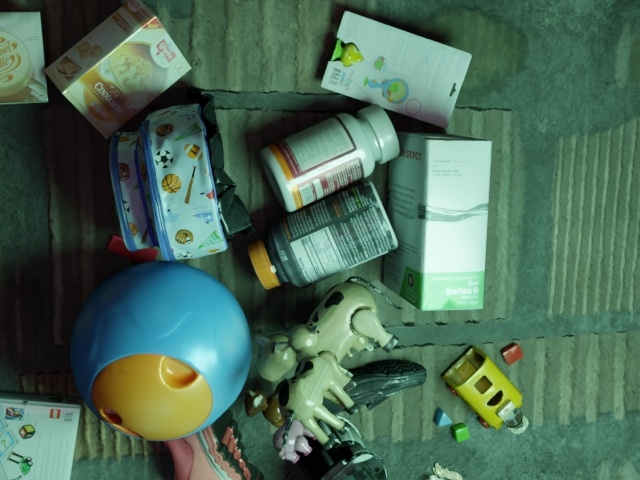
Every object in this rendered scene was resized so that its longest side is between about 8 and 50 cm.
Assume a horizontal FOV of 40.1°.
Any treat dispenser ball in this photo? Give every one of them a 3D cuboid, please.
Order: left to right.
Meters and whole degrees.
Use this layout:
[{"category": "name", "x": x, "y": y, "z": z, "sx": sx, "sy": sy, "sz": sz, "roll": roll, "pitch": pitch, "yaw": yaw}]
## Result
[{"category": "treat dispenser ball", "x": -0.256, "y": 0.177, "z": 1.417, "sx": 0.288, "sy": 0.288, "sz": 0.288, "roll": -2, "pitch": 100, "yaw": -13}]

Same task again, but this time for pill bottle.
[{"category": "pill bottle", "x": 0.000, "y": 0.000, "z": 1.519, "sx": 0.245, "sy": 0.130, "sz": 0.131, "roll": -23, "pitch": 104, "yaw": 5}, {"category": "pill bottle", "x": 0.017, "y": -0.146, "z": 1.513, "sx": 0.221, "sy": 0.121, "sz": 0.121, "roll": -25, "pitch": 104, "yaw": -8}]

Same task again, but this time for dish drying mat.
[{"category": "dish drying mat", "x": -0.325, "y": 0.017, "z": 1.518, "sx": 0.083, "sy": 0.008, "sz": 0.032, "roll": 22, "pitch": 95, "yaw": -17}]

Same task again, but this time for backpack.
[{"category": "backpack", "x": -0.226, "y": -0.090, "z": 1.390, "sx": 0.213, "sy": 0.263, "sz": 0.277, "roll": -17, "pitch": 103, "yaw": -11}]

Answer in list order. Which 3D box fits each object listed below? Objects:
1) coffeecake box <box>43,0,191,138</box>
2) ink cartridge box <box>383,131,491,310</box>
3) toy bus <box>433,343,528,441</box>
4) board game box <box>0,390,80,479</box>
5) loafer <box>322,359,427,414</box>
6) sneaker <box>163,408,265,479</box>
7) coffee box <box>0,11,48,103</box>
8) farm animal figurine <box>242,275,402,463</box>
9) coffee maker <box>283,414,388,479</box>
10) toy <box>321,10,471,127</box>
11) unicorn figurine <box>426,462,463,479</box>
[{"category": "coffeecake box", "x": -0.319, "y": -0.273, "z": 1.398, "sx": 0.185, "sy": 0.142, "sz": 0.068, "roll": -41, "pitch": 61, "yaw": -4}, {"category": "ink cartridge box", "x": 0.199, "y": -0.042, "z": 1.528, "sx": 0.121, "sy": 0.211, "sz": 0.289, "roll": -1, "pitch": 100, "yaw": -13}, {"category": "toy bus", "x": 0.331, "y": 0.302, "z": 1.676, "sx": 0.202, "sy": 0.104, "sz": 0.191, "roll": -1, "pitch": 100, "yaw": -13}, {"category": "board game box", "x": -0.533, "y": 0.414, "z": 1.513, "sx": 0.192, "sy": 0.053, "sz": 0.305, "roll": 9, "pitch": 98, "yaw": -16}, {"category": "loafer", "x": 0.090, "y": 0.277, "z": 1.633, "sx": 0.223, "sy": 0.076, "sz": 0.078, "roll": -11, "pitch": 107, "yaw": -7}, {"category": "sneaker", "x": -0.191, "y": 0.435, "z": 1.590, "sx": 0.136, "sy": 0.116, "sz": 0.314, "roll": -12, "pitch": 110, "yaw": 17}, {"category": "coffee box", "x": -0.556, "y": -0.277, "z": 1.349, "sx": 0.246, "sy": 0.098, "sz": 0.141, "roll": -5, "pitch": 100, "yaw": -21}, {"category": "farm animal figurine", "x": -0.014, "y": 0.187, "z": 1.430, "sx": 0.172, "sy": 0.330, "sz": 0.327, "roll": 45, "pitch": 70, "yaw": -6}, {"category": "coffee maker", "x": 0.027, "y": 0.426, "z": 1.586, "sx": 0.120, "sy": 0.178, "sz": 0.171, "roll": 28, "pitch": 92, "yaw": -16}, {"category": "toy", "x": 0.131, "y": -0.301, "z": 1.549, "sx": 0.237, "sy": 0.056, "sz": 0.137, "roll": 17, "pitch": 99, "yaw": -11}, {"category": "unicorn figurine", "x": 0.240, "y": 0.528, "z": 1.716, "sx": 0.111, "sy": 0.060, "sz": 0.162, "roll": 20, "pitch": 95, "yaw": -15}]
